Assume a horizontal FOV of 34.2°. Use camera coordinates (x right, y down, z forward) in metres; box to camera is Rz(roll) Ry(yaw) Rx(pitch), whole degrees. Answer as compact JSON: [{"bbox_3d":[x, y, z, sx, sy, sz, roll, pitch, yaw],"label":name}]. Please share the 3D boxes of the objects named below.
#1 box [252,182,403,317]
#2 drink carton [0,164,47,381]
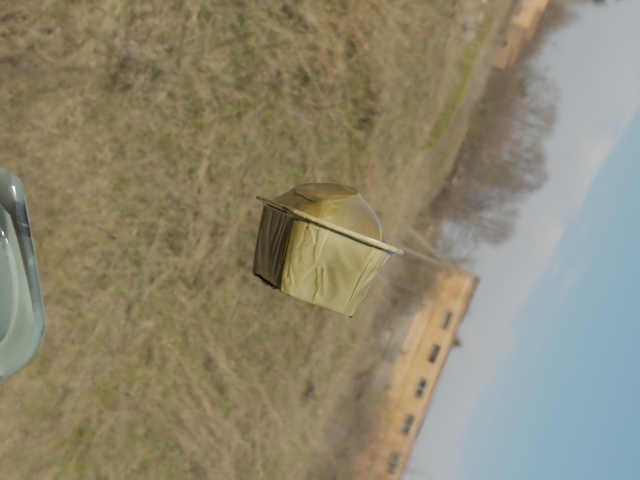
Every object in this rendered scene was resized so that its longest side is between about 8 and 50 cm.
[{"bbox_3d":[0.000,0.000,0.877,0.111,0.111,0.177,-67,-163,1],"label":"box"},{"bbox_3d":[-0.342,0.048,0.813,0.189,0.186,0.191,-36,122,-71],"label":"drink carton"}]
